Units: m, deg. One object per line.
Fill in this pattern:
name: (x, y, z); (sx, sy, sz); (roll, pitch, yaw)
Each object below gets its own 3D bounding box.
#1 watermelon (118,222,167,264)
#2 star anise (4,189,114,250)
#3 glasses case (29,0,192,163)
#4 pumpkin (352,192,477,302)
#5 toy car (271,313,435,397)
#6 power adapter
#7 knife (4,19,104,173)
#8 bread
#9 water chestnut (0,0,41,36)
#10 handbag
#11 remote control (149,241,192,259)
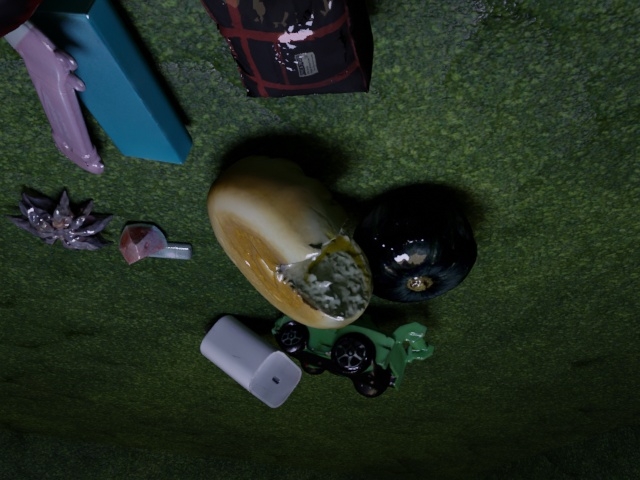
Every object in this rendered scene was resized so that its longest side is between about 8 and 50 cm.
watermelon: (-0.349, 0.012, 1.359); (0.092, 0.072, 0.084); (14, 155, -19)
star anise: (-0.492, -0.028, 1.307); (0.180, 0.061, 0.204); (-6, 149, 14)
glasses case: (-0.283, -0.224, 0.956); (0.117, 0.070, 0.301); (10, 155, 18)
pumpkin: (0.166, 0.015, 1.247); (0.233, 0.163, 0.233); (-1, 151, -1)
toy car: (0.070, 0.250, 1.642); (0.358, 0.176, 0.213); (15, 158, 28)
power adapter: (-0.193, 0.287, 1.721); (0.255, 0.124, 0.187); (29, 164, 34)
knife: (-0.360, -0.191, 0.963); (0.132, 0.038, 0.398); (37, 160, 2)
bread: (-0.048, -0.003, 1.167); (0.333, 0.160, 0.333); (35, 153, 21)
water chestnut: (-0.390, -0.295, 0.579); (0.335, 0.347, 0.335); (1, 139, 1)
handbag: (-0.036, -0.260, 0.789); (0.169, 0.155, 0.215); (2, 153, 14)
remote control: (-0.327, 0.020, 1.422); (0.124, 0.018, 0.053); (4, 148, -4)
